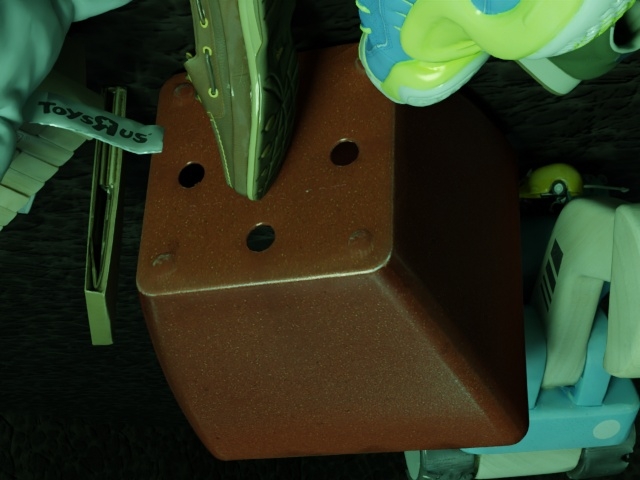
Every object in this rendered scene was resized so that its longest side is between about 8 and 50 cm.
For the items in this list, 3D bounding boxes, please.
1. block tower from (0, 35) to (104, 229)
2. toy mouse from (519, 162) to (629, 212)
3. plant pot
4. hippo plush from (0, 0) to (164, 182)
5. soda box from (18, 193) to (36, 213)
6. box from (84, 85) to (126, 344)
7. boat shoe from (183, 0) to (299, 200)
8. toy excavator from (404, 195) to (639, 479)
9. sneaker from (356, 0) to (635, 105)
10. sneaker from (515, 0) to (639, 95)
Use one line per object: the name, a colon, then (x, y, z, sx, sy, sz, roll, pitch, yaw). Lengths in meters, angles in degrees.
block tower: (-0.284, -0.030, 0.781, 0.091, 0.097, 0.335, 26, 130, -38)
toy mouse: (0.212, -0.049, 1.053, 0.161, 0.031, 0.143, -2, 175, 19)
plant pot: (0.000, 0.000, 0.849, 0.267, 0.267, 0.236, -7, 152, 18)
hippo plush: (-0.211, -0.094, 0.513, 0.294, 0.234, 0.236, 3, 164, -11)
soda box: (-0.328, -0.072, 0.865, 0.216, 0.074, 0.069, 5, 163, -21)
box: (-0.175, -0.012, 0.920, 0.021, 0.165, 0.201, 4, 163, -9)
boat shoe: (-0.050, -0.107, 0.687, 0.060, 0.064, 0.178, 13, 129, 17)
toy excavator: (0.206, 0.064, 1.035, 0.222, 0.433, 0.445, -3, 128, -8)
sneaker: (0.047, -0.135, 0.502, 0.126, 0.091, 0.240, 40, 166, -14)
sneaker: (0.137, -0.148, 0.673, 0.086, 0.064, 0.192, -23, 154, 35)
